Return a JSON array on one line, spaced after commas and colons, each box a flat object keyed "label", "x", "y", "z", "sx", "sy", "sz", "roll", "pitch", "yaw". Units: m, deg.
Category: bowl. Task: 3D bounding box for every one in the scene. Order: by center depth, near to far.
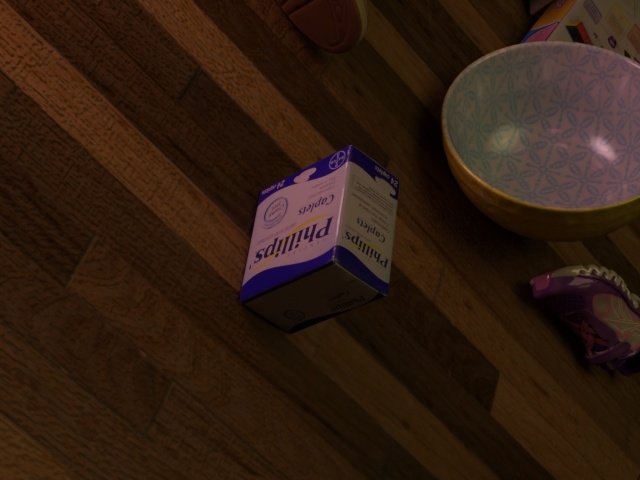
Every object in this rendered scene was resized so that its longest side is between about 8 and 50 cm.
[{"label": "bowl", "x": 0.285, "y": -0.093, "z": 1.412, "sx": 0.156, "sy": 0.289, "sz": 0.289, "roll": 88, "pitch": 13, "yaw": -49}]

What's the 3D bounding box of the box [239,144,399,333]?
[{"label": "box", "x": 0.000, "y": 0.000, "z": 1.092, "sx": 0.072, "sy": 0.126, "sz": 0.137, "roll": 35, "pitch": 47, "yaw": -33}]

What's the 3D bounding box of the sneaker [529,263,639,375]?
[{"label": "sneaker", "x": 0.353, "y": 0.106, "z": 1.462, "sx": 0.236, "sy": 0.095, "sz": 0.104, "roll": 27, "pitch": 59, "yaw": -38}]

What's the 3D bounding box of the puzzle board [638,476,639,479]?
[{"label": "puzzle board", "x": 0.448, "y": 0.351, "z": 1.494, "sx": 0.128, "sy": 0.011, "sz": 0.096, "roll": 55, "pitch": 40, "yaw": -12}]

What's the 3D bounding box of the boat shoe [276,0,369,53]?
[{"label": "boat shoe", "x": -0.017, "y": -0.343, "z": 1.275, "sx": 0.089, "sy": 0.104, "sz": 0.285, "roll": -27, "pitch": 91, "yaw": -48}]

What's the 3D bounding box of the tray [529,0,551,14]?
[{"label": "tray", "x": 0.369, "y": -0.467, "z": 1.740, "sx": 0.030, "sy": 0.145, "sz": 0.270, "roll": 34, "pitch": 47, "yaw": -23}]

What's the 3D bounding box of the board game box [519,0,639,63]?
[{"label": "board game box", "x": 0.404, "y": -0.239, "z": 1.674, "sx": 0.242, "sy": 0.064, "sz": 0.316, "roll": 52, "pitch": 52, "yaw": -15}]
